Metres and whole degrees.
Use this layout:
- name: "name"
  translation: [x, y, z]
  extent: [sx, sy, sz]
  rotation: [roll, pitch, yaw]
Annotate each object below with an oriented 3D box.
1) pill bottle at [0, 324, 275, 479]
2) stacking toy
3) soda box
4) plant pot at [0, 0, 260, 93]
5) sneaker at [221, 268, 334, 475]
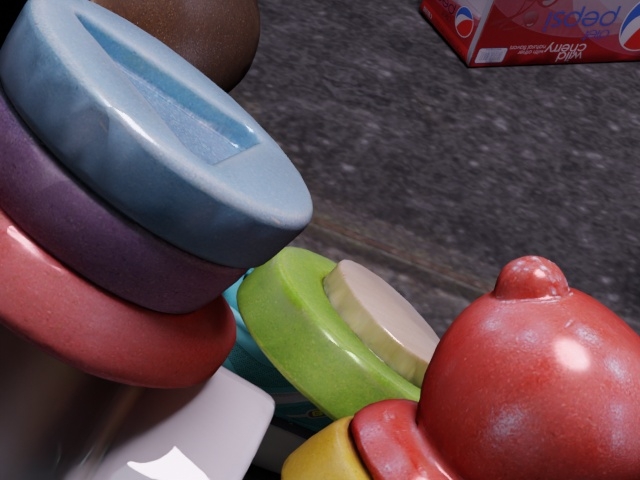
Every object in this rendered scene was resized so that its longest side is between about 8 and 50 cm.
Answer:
- name: "pill bottle"
  translation: [-0.215, 0.053, 0.684]
  extent: [0.361, 0.204, 0.204]
  rotation: [29, 36, -1]
- name: "stacking toy"
  translation: [0.000, 0.000, 0.666]
  extent: [0.309, 0.130, 0.279]
  rotation: [38, 14, -8]
- name: "soda box"
  translation: [0.221, -0.207, 1.347]
  extent: [0.263, 0.083, 0.092]
  rotation: [-5, 42, -30]
- name: "plant pot"
  translation: [-0.148, -0.136, 1.014]
  extent: [0.215, 0.215, 0.230]
  rotation: [38, 25, 25]
- name: "sneaker"
  translation: [-0.078, 0.039, 0.865]
  extent: [0.275, 0.110, 0.107]
  rotation: [14, 35, -5]
